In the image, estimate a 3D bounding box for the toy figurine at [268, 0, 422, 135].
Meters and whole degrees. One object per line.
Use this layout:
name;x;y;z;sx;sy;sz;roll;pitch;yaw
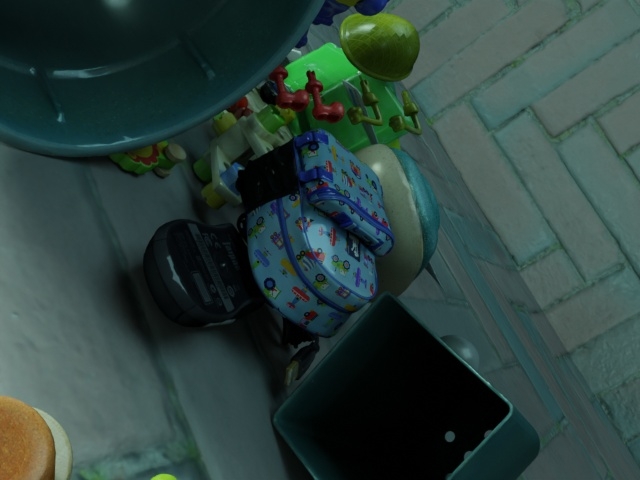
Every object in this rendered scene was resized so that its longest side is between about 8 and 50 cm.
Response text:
toy figurine;0.040;-0.268;0.786;0.363;0.217;0.191;8;59;-35

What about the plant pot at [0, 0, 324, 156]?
plant pot;-0.210;-0.307;0.592;0.334;0.341;0.341;54;18;19

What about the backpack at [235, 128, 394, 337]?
backpack;0.000;0.000;0.704;0.158;0.117;0.173;38;34;-41

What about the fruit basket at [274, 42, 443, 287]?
fruit basket;0.075;-0.130;1.122;0.353;0.165;0.327;55;-1;-31

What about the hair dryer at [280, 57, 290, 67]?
hair dryer;-0.084;-0.341;1.330;0.293;0.080;0.223;55;3;-20

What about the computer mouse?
computer mouse;-0.083;0.065;0.671;0.184;0.060;0.262;64;16;0

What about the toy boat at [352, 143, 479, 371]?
toy boat;0.096;0.042;0.905;0.267;0.148;0.318;144;-68;-71

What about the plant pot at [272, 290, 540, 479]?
plant pot;0.108;0.195;0.699;0.166;0.165;0.234;43;2;38

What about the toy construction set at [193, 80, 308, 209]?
toy construction set;-0.091;-0.164;0.895;0.215;0.151;0.327;24;47;-56

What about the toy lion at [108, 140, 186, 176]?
toy lion;-0.191;-0.109;0.727;0.096;0.034;0.100;12;46;-53

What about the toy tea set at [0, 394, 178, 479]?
toy tea set;-0.102;0.229;0.320;0.200;0.124;0.336;2;54;-31

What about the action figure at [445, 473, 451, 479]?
action figure;0.169;0.329;0.834;0.137;0.063;0.232;51;16;-6
